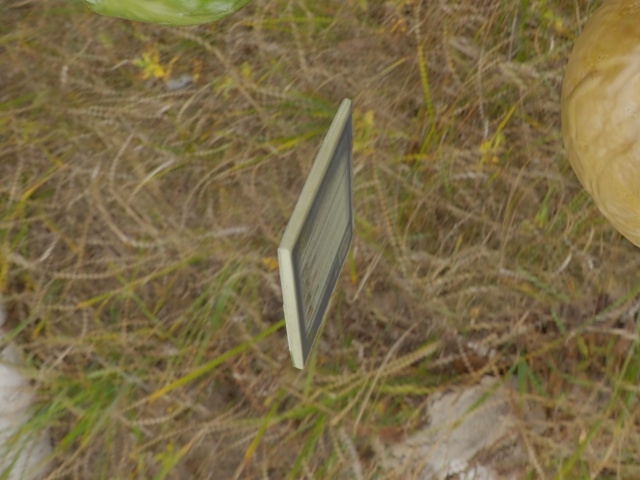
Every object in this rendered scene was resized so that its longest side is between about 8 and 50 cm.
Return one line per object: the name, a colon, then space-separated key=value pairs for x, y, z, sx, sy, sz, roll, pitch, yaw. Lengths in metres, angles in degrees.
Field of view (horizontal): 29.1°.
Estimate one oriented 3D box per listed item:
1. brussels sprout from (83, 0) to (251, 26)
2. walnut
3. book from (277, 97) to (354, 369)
brussels sprout: x=-0.093 y=-0.208 z=0.766 sx=0.155 sy=0.155 sz=0.117 roll=55 pitch=153 yaw=-10
walnut: x=0.223 y=-0.072 z=0.634 sx=0.193 sy=0.226 sz=0.193 roll=-2 pitch=82 yaw=12
book: x=0.000 y=0.000 z=1.550 sx=0.018 sy=0.228 sz=0.322 roll=15 pitch=151 yaw=11
